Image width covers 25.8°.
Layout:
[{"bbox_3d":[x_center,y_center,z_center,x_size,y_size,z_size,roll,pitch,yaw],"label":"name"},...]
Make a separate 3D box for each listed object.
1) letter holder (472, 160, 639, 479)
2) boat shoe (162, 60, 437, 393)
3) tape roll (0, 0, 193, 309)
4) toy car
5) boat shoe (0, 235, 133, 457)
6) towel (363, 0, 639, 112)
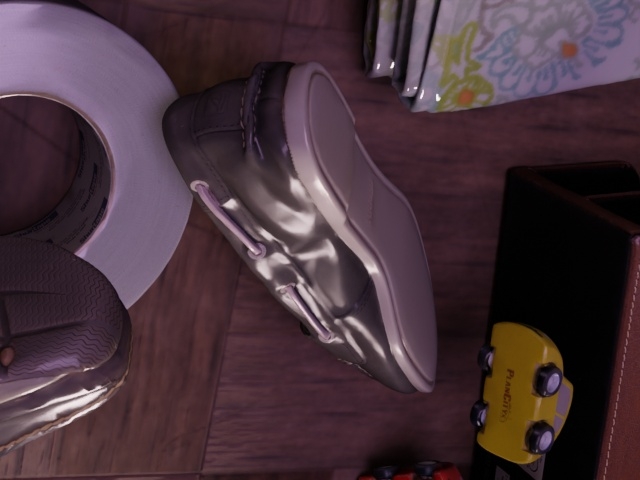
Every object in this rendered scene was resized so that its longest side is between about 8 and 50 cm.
[{"bbox_3d":[0.256,0.102,1.075,0.214,0.152,0.302,-6,112,-26],"label":"letter holder"},{"bbox_3d":[0.000,0.000,0.923,0.095,0.112,0.335,-4,146,19],"label":"boat shoe"},{"bbox_3d":[-0.189,-0.043,0.841,0.219,0.072,0.219,-9,113,-22],"label":"tape roll"},{"bbox_3d":[0.148,0.201,0.991,0.053,0.225,0.239,-8,144,-44],"label":"toy car"},{"bbox_3d":[-0.244,0.100,0.777,0.355,0.132,0.130,-16,131,24],"label":"boat shoe"},{"bbox_3d":[0.215,-0.242,0.887,0.374,0.090,0.321,-12,141,-17],"label":"towel"}]
